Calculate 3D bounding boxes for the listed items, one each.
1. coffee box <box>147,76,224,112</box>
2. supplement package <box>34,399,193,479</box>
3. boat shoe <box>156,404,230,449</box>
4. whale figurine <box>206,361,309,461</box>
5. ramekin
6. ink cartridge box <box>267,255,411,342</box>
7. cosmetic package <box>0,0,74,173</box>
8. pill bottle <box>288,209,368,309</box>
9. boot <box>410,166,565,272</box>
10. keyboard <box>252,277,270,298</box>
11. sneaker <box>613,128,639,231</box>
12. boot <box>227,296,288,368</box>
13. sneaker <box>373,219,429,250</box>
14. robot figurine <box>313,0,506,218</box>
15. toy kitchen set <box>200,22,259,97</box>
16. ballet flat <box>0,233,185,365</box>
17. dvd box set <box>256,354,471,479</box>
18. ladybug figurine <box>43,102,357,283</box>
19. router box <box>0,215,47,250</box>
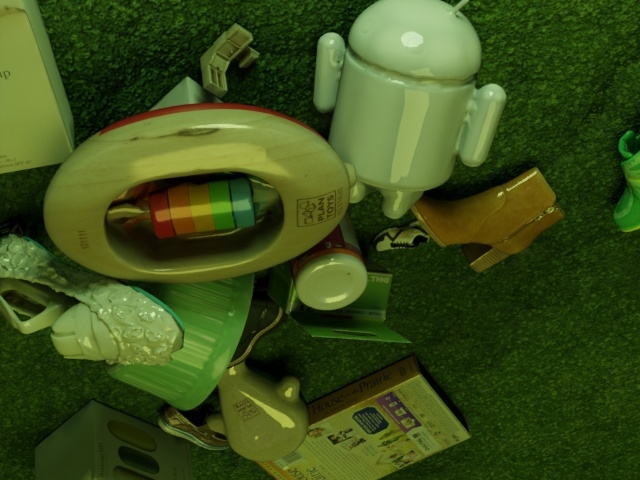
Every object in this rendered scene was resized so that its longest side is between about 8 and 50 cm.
[{"bbox_3d":[-0.166,-0.127,1.690,0.141,0.098,0.246,-37,131,23],"label":"coffee box"},{"bbox_3d":[-0.421,0.496,2.177,0.198,0.199,0.263,-39,131,23],"label":"supplement package"},{"bbox_3d":[-0.245,0.384,2.206,0.183,0.066,0.066,21,124,-31],"label":"boat shoe"},{"bbox_3d":[-0.136,0.314,2.143,0.216,0.141,0.272,-30,109,15],"label":"whale figurine"},{"bbox_3d":[-0.248,0.119,1.784,0.148,0.303,0.303,22,125,-23],"label":"ramekin"},{"bbox_3d":[0.037,0.094,1.845,0.189,0.255,0.097,7,100,-21],"label":"ink cartridge box"},{"bbox_3d":[-0.459,-0.246,1.489,0.160,0.113,0.309,-11,137,-3],"label":"cosmetic package"},{"bbox_3d":[0.000,0.000,1.772,0.121,0.221,0.121,-7,134,-8],"label":"pill bottle"},{"bbox_3d":[0.296,-0.067,1.883,0.211,0.104,0.295,-39,136,17],"label":"boot"},{"bbox_3d":[-0.144,0.093,1.975,0.192,0.038,0.100,-14,159,-2],"label":"keyboard"},{"bbox_3d":[0.581,-0.141,1.886,0.124,0.109,0.295,17,134,1],"label":"sneaker"},{"bbox_3d":[-0.172,0.160,1.975,0.198,0.077,0.137,-46,142,22],"label":"boot"},{"bbox_3d":[0.148,-0.002,1.938,0.109,0.043,0.040,-20,138,9],"label":"sneaker"},{"bbox_3d":[0.123,-0.213,1.587,0.300,0.200,0.353,20,121,14],"label":"robot figurine"},{"bbox_3d":[-0.125,-0.261,1.584,0.068,0.075,0.083,28,126,-36],"label":"toy kitchen set"},{"bbox_3d":[-0.387,0.115,1.629,0.147,0.409,0.147,-30,130,-43],"label":"ballet flat"},{"bbox_3d":[0.088,0.432,2.344,0.420,0.062,0.307,-28,135,13],"label":"dvd box set"},{"bbox_3d":[-0.173,-0.081,1.547,0.450,0.161,0.305,-5,135,-6],"label":"ladybug figurine"},{"bbox_3d":[-0.520,0.024,1.794,0.092,0.038,0.122,-21,136,7],"label":"router box"}]
